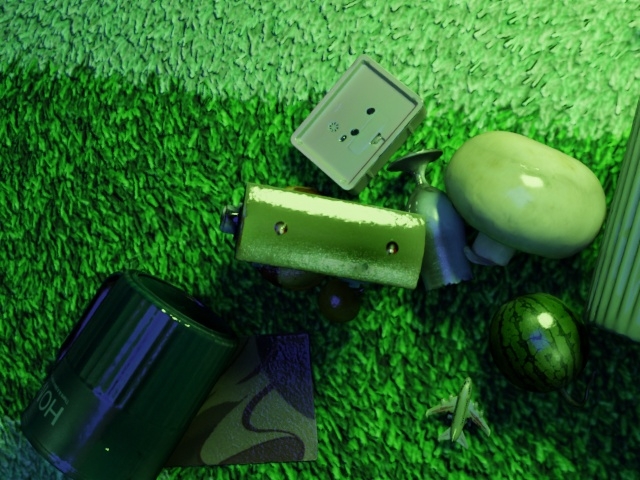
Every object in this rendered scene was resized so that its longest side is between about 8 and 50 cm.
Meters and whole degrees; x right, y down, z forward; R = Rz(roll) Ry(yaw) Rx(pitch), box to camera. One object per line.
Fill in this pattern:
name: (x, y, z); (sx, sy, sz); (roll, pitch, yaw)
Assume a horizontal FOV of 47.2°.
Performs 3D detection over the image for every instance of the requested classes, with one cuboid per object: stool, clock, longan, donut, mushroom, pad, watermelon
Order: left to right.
pad: (-0.169, 0.278, 1.276); (0.330, 0.004, 0.220); (-8, 80, 14)
donut: (-0.047, -0.008, 1.249); (0.166, 0.073, 0.184); (18, 89, 14)
longan: (0.037, 0.097, 1.210); (0.083, 0.075, 0.075); (-22, 77, 21)
clock: (0.067, -0.193, 1.247); (0.150, 0.063, 0.197); (42, 95, 17)
mushroom: (0.289, -0.052, 1.085); (0.246, 0.246, 0.202); (35, 114, 17)
watermelon: (0.333, 0.168, 1.084); (0.140, 0.140, 0.187); (-31, 82, 9)
stool: (0.524, -0.003, 0.985); (0.297, 0.297, 0.330); (20, 93, 17)

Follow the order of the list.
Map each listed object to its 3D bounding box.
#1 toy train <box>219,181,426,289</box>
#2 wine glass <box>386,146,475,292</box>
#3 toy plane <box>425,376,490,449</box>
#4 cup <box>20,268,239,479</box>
toy train: (0.000, 0.000, 1.098); (0.299, 0.202, 0.131); (10, 90, -11)
wine glass: (0.176, -0.031, 1.175); (0.103, 0.103, 0.222); (-16, 80, 13)
toy plane: (0.220, 0.269, 1.151); (0.102, 0.040, 0.111); (14, 85, 15)
cup: (-0.306, 0.217, 1.224); (0.242, 0.308, 0.292); (33, 92, -15)
